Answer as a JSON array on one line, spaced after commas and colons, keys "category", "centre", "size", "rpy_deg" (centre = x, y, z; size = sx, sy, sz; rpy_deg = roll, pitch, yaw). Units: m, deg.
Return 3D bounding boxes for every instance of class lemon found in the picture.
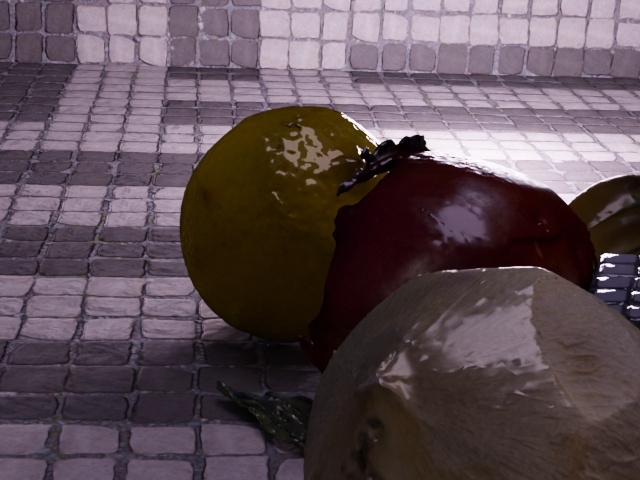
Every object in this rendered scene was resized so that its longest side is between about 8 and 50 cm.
[{"category": "lemon", "centre": [-0.038, -0.023, 1.790], "size": [0.336, 0.336, 0.336], "rpy_deg": [2, 19, -1]}]

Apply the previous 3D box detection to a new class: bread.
[{"category": "bread", "centre": [0.453, 0.039, 1.785], "size": [0.300, 0.210, 0.341], "rpy_deg": [7, 32, -6]}]

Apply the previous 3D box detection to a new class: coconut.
[{"category": "coconut", "centre": [0.148, 0.190, 1.184], "size": [0.360, 0.346, 0.346], "rpy_deg": [33, 0, -34]}]

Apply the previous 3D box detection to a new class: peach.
[{"category": "peach", "centre": [0.157, 0.063, 1.588], "size": [0.353, 0.339, 0.416], "rpy_deg": [17, 15, -10]}]

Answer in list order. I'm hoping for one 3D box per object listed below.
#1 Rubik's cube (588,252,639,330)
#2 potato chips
[{"category": "Rubik's cube", "centre": [0.413, 0.157, 1.447], "size": [0.238, 0.237, 0.237], "rpy_deg": [1, 15, 16]}, {"category": "potato chips", "centre": [-0.041, 0.211, 1.577], "size": [0.092, 0.028, 0.207], "rpy_deg": [-10, 24, -36]}]
